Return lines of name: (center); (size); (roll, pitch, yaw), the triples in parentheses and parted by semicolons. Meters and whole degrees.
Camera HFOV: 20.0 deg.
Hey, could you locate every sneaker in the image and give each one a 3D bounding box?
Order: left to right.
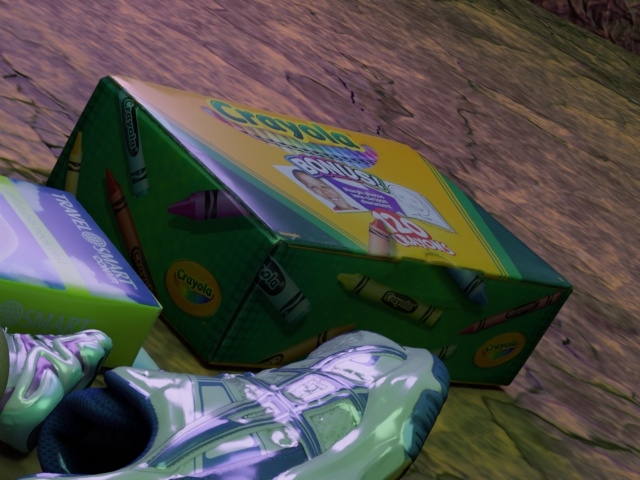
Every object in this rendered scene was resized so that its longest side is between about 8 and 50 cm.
sneaker: (-0.131, 0.047, 0.771); (0.069, 0.038, 0.098); (32, 17, 3)
sneaker: (-0.036, 0.082, 0.709); (0.131, 0.112, 0.296); (31, 16, 3)

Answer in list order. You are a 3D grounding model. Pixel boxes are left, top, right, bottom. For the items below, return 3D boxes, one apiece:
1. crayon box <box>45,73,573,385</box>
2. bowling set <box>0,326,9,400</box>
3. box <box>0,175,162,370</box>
crayon box: (0.000, 0.000, 1.048); (0.278, 0.081, 0.165); (9, 27, -50)
bowling set: (-0.201, 0.075, 0.461); (0.287, 0.200, 0.154); (-69, 140, -65)
box: (-0.156, 0.008, 0.836); (0.178, 0.042, 0.109); (13, 24, -42)
